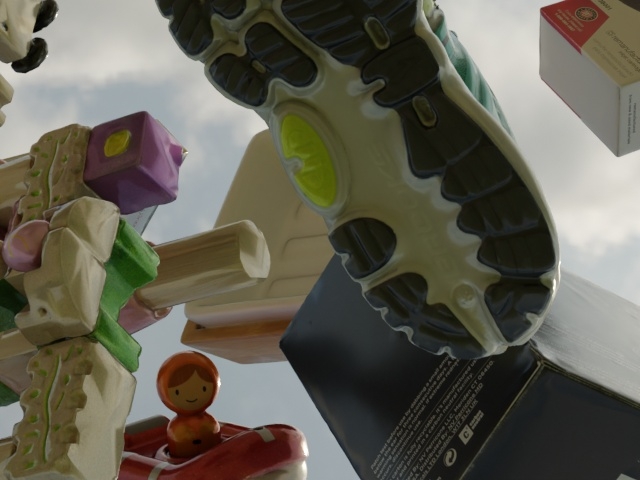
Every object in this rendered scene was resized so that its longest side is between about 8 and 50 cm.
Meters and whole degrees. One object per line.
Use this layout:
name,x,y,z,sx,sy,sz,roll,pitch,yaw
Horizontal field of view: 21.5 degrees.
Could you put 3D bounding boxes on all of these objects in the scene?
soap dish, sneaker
soap dish,0.000,0.000,1.781,0.229,0.118,0.291,-8,-134,32
sneaker,0.012,-0.078,0.700,0.107,0.275,0.110,-25,-175,15

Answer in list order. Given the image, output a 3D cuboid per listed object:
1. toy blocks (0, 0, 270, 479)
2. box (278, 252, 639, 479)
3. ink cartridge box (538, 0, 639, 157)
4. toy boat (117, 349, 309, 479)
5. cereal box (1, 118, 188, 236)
toy blocks,-0.222,0.050,0.973,0.260,0.309,0.289,-14,-132,26
box,0.188,0.147,1.360,0.343,0.179,0.312,25,-164,-29
ink cartridge box,0.378,-0.204,1.800,0.237,0.100,0.172,-19,-138,-14
toy boat,-0.116,0.176,1.557,0.151,0.151,0.231,-15,-168,-39
cereal box,-0.225,0.001,1.289,0.047,0.173,0.240,46,-145,18
